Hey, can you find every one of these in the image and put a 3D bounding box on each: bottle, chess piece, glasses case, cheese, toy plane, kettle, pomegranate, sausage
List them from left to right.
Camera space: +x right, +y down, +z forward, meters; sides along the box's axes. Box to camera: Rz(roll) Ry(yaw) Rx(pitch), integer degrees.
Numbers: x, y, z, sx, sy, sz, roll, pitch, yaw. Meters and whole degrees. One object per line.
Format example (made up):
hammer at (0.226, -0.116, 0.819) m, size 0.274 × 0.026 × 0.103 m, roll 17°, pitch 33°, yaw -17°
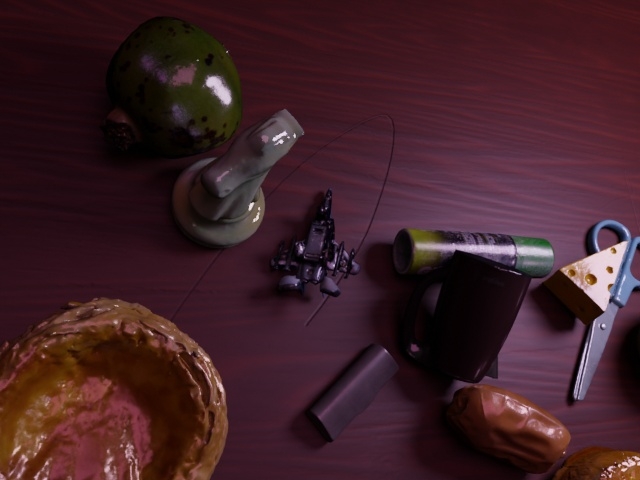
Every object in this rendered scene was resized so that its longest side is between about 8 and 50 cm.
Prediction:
pomegranate at (-0.262, -0.253, 1.269) m, size 0.254 × 0.254 × 0.270 m, roll 45°, pitch 74°, yaw -1°
chess piece at (-0.143, -0.105, 1.220) m, size 0.176 × 0.298 × 0.175 m, roll 8°, pitch 67°, yaw -21°
toy plane at (-0.001, -0.004, 1.361) m, size 0.170 × 0.078 × 0.246 m, roll 5°, pitch 63°, yaw 11°
glasses case at (0.060, 0.271, 1.308) m, size 0.191 × 0.042 × 0.072 m, roll -42°, pitch 97°, yaw -28°
kettle at (0.263, 0.142, 1.350) m, size 0.202 × 0.144 × 0.232 m, roll 19°, pitch 95°, yaw 2°
bottle at (0.312, 0.029, 1.462) m, size 0.330 × 0.093 × 0.093 m, roll 3°, pitch 70°, yaw -20°
sausage at (0.349, 0.347, 1.342) m, size 0.241 × 0.136 × 0.120 m, roll 28°, pitch 62°, yaw -14°
cheese at (0.582, 0.068, 1.530) m, size 0.171 × 0.093 × 0.126 m, roll -39°, pitch 75°, yaw -21°

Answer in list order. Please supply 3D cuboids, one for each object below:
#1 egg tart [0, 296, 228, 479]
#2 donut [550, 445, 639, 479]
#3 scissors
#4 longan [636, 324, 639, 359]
egg tart at (-0.332, 0.278, 1.082) m, size 0.388 × 0.169 × 0.387 m, roll 6°, pitch 73°, yaw -20°
donut at (0.560, 0.548, 1.340) m, size 0.317 × 0.150 × 0.299 m, roll 42°, pitch 65°, yaw -3°
scissors at (0.618, 0.154, 1.571) m, size 0.193 × 0.029 × 0.447 m, roll 34°, pitch 63°, yaw -6°
longan at (0.766, 0.209, 1.521) m, size 0.196 × 0.196 × 0.220 m, roll 46°, pitch 59°, yaw -1°
